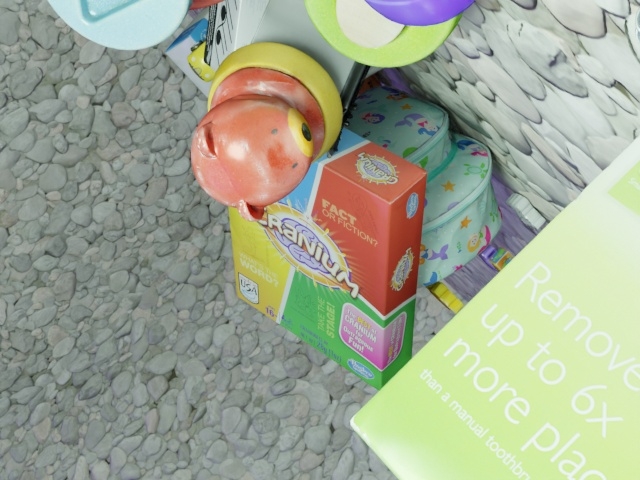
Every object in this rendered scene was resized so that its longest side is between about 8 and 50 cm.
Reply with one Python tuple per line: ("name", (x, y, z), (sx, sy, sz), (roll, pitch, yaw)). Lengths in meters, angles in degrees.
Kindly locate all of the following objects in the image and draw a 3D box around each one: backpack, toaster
("backpack", (0.092, -0.063, 1.341), (0.253, 0.225, 0.191), (35, 150, 40))
("toaster", (0.003, -0.187, 1.024), (0.110, 0.186, 0.168), (24, 180, 0))

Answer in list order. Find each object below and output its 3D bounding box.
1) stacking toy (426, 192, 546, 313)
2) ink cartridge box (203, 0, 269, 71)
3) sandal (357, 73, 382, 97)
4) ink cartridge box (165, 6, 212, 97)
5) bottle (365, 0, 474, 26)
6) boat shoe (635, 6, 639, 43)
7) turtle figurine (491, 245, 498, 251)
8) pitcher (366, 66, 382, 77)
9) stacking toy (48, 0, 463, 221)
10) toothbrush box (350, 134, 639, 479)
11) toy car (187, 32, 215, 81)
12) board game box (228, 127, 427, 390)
("stacking toy", (0.229, 0.036, 1.295), (0.052, 0.167, 0.221), (45, 179, -20))
("ink cartridge box", (-0.080, -0.279, 1.169), (0.046, 0.207, 0.097), (0, -157, -25))
("sandal", (0.031, -0.241, 1.432), (0.265, 0.076, 0.102), (10, -124, -57))
("ink cartridge box", (-0.122, -0.329, 1.715), (0.134, 0.231, 0.078), (46, 144, -19))
("bottle", (0.006, -0.264, 0.686), (0.283, 0.092, 0.118), (47, 172, -31))
("boat shoe", (0.189, -0.097, 0.536), (0.183, 0.066, 0.066), (47, 180, -41))
("turtle figurine", (0.150, -0.081, 1.854), (0.266, 0.274, 0.198), (81, 174, -53))
("pitcher", (0.001, -0.201, 1.231), (0.177, 0.125, 0.207), (38, 135, 25))
("stacking toy", (-0.057, -0.182, 0.833), (0.309, 0.279, 0.130), (49, -144, -18))
("toothbrush box", (0.190, 0.059, 0.436), (0.206, 0.283, 0.122), (46, 178, 33))
("toy car", (-0.088, -0.329, 1.654), (0.225, 0.239, 0.053), (18, 156, -33))
("board game box", (0.000, 0.000, 1.250), (0.242, 0.064, 0.317), (31, 144, 27))
